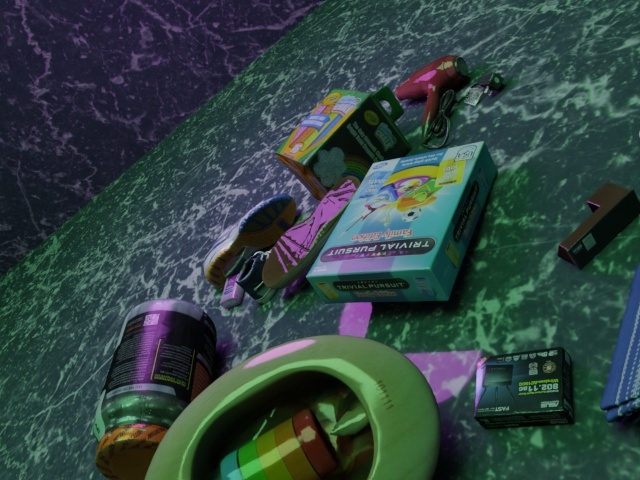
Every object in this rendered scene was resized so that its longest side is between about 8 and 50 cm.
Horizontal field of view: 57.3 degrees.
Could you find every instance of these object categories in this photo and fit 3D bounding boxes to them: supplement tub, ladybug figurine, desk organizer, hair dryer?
[{"bbox_3d":[-0.324,0.296,1.170,0.207,0.207,0.338,-31,33,20],"label":"supplement tub"},{"bbox_3d":[-0.041,0.313,0.811,0.449,0.162,0.305,-28,62,6],"label":"ladybug figurine"},{"bbox_3d":[0.407,-0.024,0.871,0.130,0.047,0.050,-44,29,0],"label":"desk organizer"},{"bbox_3d":[0.265,-0.344,1.383,0.223,0.080,0.293,-44,31,1],"label":"hair dryer"}]

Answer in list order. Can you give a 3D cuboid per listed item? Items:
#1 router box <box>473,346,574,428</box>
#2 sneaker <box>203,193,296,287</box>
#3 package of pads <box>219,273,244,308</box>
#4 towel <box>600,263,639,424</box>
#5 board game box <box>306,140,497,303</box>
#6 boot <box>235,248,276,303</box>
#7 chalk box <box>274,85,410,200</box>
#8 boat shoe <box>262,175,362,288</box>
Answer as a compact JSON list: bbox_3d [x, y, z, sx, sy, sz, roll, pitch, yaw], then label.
[{"bbox_3d":[0.267,0.196,0.775,0.122,0.038,0.092,-18,40,36],"label":"router box"},{"bbox_3d":[-0.192,-0.021,1.490,0.296,0.112,0.131,-43,31,1],"label":"sneaker"},{"bbox_3d":[-0.210,0.123,1.414,0.050,0.032,0.083,-22,37,27],"label":"package of pads"},{"bbox_3d":[0.407,0.048,0.596,0.243,0.040,0.336,-60,-9,-28],"label":"towel"},{"bbox_3d":[0.156,-0.035,1.081,0.253,0.079,0.336,-7,39,39],"label":"board game box"},{"bbox_3d":[-0.113,0.046,1.341,0.069,0.086,0.190,1,53,49],"label":"boot"},{"bbox_3d":[0.071,-0.237,1.383,0.289,0.180,0.179,-47,32,-7],"label":"chalk box"},{"bbox_3d":[0.000,0.000,1.263,0.302,0.098,0.109,-48,41,4],"label":"boat shoe"}]
